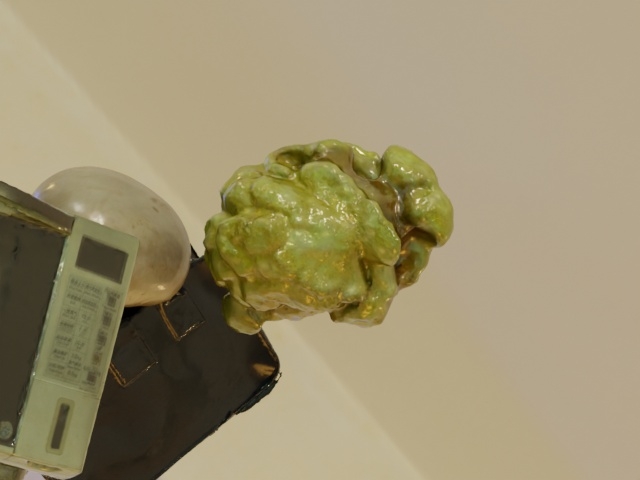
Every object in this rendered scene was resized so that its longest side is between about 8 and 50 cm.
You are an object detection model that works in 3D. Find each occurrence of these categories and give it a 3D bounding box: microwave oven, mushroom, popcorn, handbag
[{"bbox_3d":[-0.402,0.042,1.322,0.333,0.394,0.247,7,-102,52],"label":"microwave oven"},{"bbox_3d":[-0.260,0.021,1.873,0.204,0.204,0.204,26,-47,32],"label":"mushroom"},{"bbox_3d":[0.000,0.000,1.816,0.235,0.250,0.242,53,-27,15],"label":"popcorn"},{"bbox_3d":[-0.238,0.158,2.000,0.118,0.326,0.269,32,-25,50],"label":"handbag"}]
